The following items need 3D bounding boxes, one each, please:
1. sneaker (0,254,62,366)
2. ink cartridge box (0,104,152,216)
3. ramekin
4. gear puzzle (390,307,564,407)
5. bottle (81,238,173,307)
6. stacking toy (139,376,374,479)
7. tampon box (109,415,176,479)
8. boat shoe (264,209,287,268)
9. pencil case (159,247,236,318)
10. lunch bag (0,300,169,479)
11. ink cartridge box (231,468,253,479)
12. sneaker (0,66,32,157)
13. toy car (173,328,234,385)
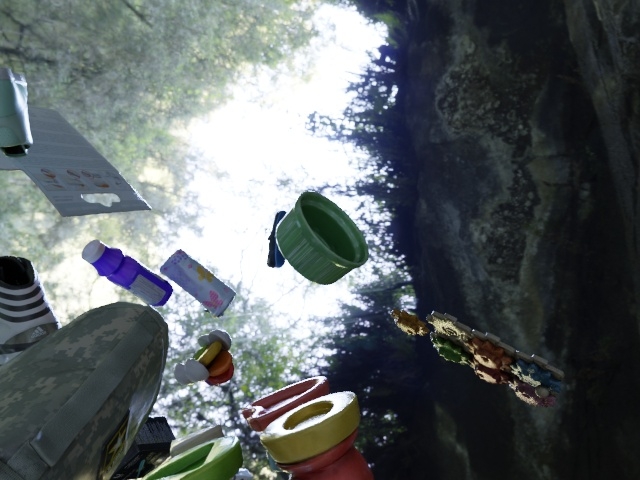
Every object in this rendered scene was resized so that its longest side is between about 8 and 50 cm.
[{"bbox_3d":[-0.734,0.168,1.089,0.447,0.169,0.258,-12,-90,42],"label":"sneaker"},{"bbox_3d":[-0.627,-0.171,1.060,0.385,0.308,0.091,45,-76,5],"label":"ink cartridge box"},{"bbox_3d":[0.000,0.000,1.485,0.148,0.303,0.303,-43,-125,27],"label":"ramekin"},{"bbox_3d":[0.274,0.212,0.867,0.338,0.044,0.175,24,-25,32],"label":"gear puzzle"},{"bbox_3d":[-0.559,0.098,1.328,0.118,0.283,0.092,12,-116,35],"label":"bottle"},{"bbox_3d":[-0.073,0.304,0.604,0.309,0.279,0.130,124,-56,-79],"label":"stacking toy"},{"bbox_3d":[-0.462,0.520,1.146,0.120,0.161,0.101,-42,-119,1],"label":"tampon box"},{"bbox_3d":[-0.196,-0.009,1.952,0.089,0.109,0.258,-10,-121,38],"label":"boat shoe"},{"bbox_3d":[-0.421,0.148,1.575,0.273,0.113,0.124,42,-53,-4],"label":"pencil case"},{"bbox_3d":[-0.298,0.207,0.475,0.287,0.235,0.169,-33,-76,22],"label":"lunch bag"},{"bbox_3d":[-0.319,0.862,1.603,0.056,0.135,0.099,12,-100,53],"label":"ink cartridge box"},{"bbox_3d":[-0.583,-0.229,0.834,0.256,0.094,0.151,29,-55,58],"label":"sneaker"},{"bbox_3d":[-0.314,0.353,1.301,0.136,0.159,0.182,47,-41,-12],"label":"toy car"}]
